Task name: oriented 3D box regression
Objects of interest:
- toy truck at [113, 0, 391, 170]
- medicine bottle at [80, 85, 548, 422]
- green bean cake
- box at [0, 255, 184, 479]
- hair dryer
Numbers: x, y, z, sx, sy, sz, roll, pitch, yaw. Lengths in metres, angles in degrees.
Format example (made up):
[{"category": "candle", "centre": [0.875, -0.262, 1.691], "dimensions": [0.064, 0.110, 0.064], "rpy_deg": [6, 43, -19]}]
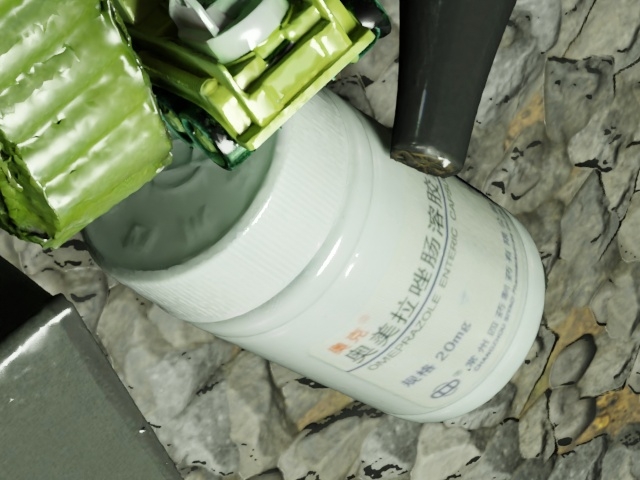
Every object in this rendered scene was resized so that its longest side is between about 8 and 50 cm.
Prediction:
[{"category": "toy truck", "centre": [-0.085, -0.148, 1.074], "dimensions": [0.128, 0.259, 0.135], "rpy_deg": [-44, 119, -12]}, {"category": "medicine bottle", "centre": [0.000, 0.000, 1.272], "dimensions": [0.332, 0.190, 0.190], "rpy_deg": [29, 94, -46]}, {"category": "green bean cake", "centre": [-0.203, -0.110, 1.029], "dimensions": [0.113, 0.200, 0.214], "rpy_deg": [-44, 132, -24]}, {"category": "box", "centre": [-0.287, 0.181, 1.124], "dimensions": [0.345, 0.204, 0.251], "rpy_deg": [-40, 133, -15]}, {"category": "hair dryer", "centre": [0.004, -0.233, 1.178], "dimensions": [0.359, 0.120, 0.304], "rpy_deg": [27, 67, -30]}]
